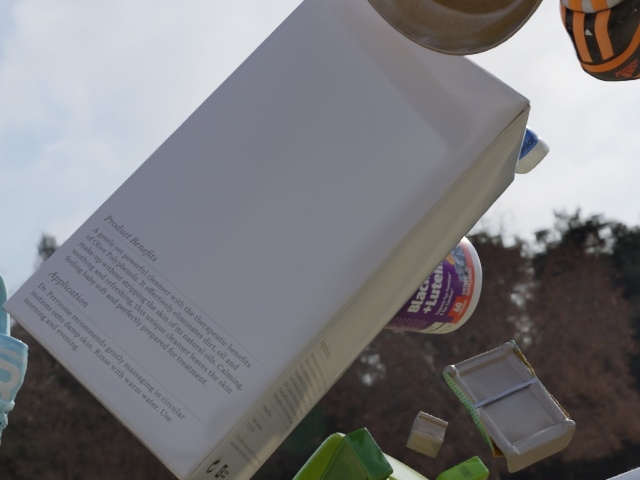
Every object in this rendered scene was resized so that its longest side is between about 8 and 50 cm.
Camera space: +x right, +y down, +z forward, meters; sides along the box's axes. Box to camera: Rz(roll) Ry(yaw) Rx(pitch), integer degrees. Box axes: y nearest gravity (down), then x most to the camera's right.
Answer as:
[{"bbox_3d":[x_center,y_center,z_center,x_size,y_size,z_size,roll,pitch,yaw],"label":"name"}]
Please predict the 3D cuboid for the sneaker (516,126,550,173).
[{"bbox_3d":[0.178,-0.106,1.189,0.058,0.084,0.152,-46,8,-11],"label":"sneaker"}]

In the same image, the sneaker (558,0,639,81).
[{"bbox_3d":[0.334,-0.294,1.117,0.321,0.124,0.180,-51,-37,-17],"label":"sneaker"}]

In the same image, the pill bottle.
[{"bbox_3d":[0.056,0.032,1.086,0.193,0.108,0.108,8,-23,-38],"label":"pill bottle"}]

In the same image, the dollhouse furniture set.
[{"bbox_3d":[0.078,0.127,0.685,0.151,0.076,0.059,-17,-34,-31],"label":"dollhouse furniture set"}]

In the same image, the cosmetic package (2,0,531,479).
[{"bbox_3d":[-0.030,-0.003,0.850,0.365,0.197,0.155,-45,-18,-12],"label":"cosmetic package"}]

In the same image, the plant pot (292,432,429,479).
[{"bbox_3d":[0.062,0.328,0.901,0.228,0.207,0.227,-53,-43,-1],"label":"plant pot"}]

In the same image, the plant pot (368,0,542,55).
[{"bbox_3d":[0.075,-0.235,0.698,0.032,0.236,0.236,-24,-6,-28],"label":"plant pot"}]

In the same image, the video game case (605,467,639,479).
[{"bbox_3d":[0.278,0.227,0.917,0.157,0.019,0.143,-13,-47,-24],"label":"video game case"}]

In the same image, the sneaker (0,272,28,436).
[{"bbox_3d":[-0.383,0.168,1.180,0.150,0.366,0.135,-34,-41,17],"label":"sneaker"}]
